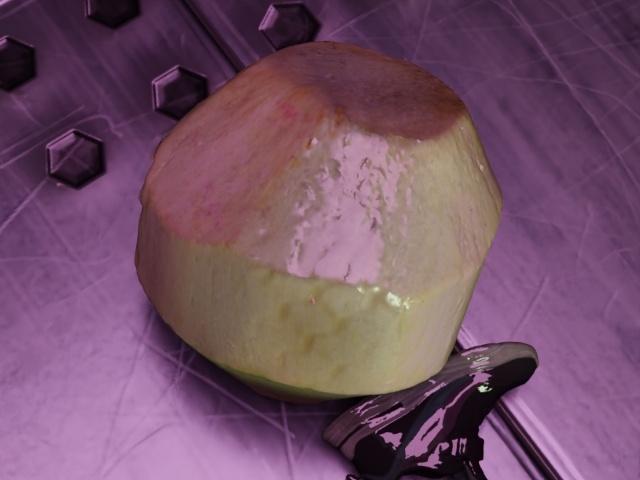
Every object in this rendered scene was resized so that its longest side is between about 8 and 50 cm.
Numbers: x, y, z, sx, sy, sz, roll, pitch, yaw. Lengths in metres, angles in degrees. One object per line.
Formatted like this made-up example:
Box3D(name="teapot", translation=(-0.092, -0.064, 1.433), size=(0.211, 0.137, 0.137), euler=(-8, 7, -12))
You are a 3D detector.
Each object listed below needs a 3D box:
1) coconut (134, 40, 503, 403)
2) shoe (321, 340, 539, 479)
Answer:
Box3D(name="coconut", translation=(0.000, 0.000, 1.001), size=(0.259, 0.259, 0.259), euler=(1, 71, -4))
Box3D(name="shoe", translation=(0.092, 0.139, 1.034), size=(0.169, 0.071, 0.099), euler=(-24, 77, -8))
